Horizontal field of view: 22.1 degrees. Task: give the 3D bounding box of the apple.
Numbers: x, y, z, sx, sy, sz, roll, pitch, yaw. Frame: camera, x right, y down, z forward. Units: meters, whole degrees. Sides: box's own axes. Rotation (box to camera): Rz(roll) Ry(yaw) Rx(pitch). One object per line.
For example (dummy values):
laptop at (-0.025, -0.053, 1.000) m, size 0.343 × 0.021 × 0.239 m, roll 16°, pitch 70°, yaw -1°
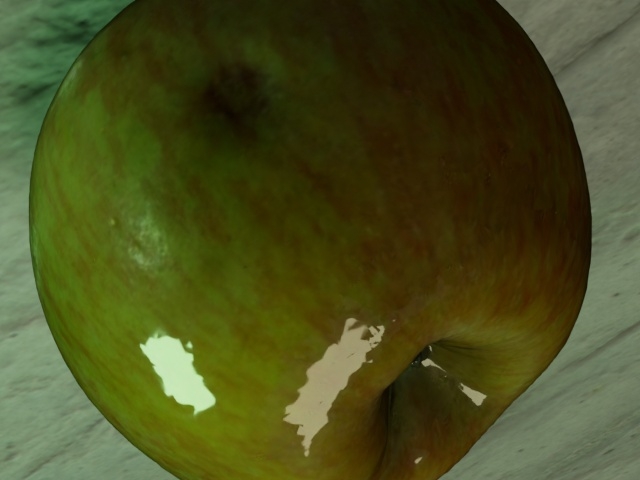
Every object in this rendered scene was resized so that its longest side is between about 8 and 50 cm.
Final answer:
apple at (0.000, 0.000, 0.756) m, size 0.264 × 0.264 × 0.264 m, roll -18°, pitch 152°, yaw -10°
